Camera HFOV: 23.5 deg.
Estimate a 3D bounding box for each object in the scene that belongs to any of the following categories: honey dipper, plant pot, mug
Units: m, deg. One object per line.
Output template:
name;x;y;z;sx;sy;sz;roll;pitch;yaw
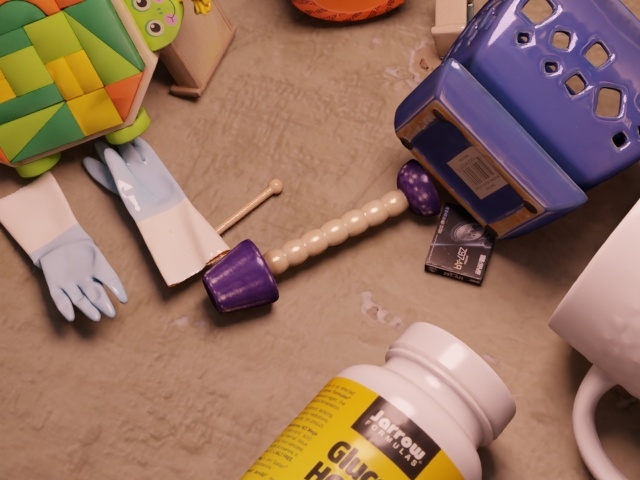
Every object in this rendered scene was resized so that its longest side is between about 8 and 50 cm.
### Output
honey dipper;-0.105;-0.021;1.752;0.161;0.030;0.030;-40;69;-19
plant pot;0.226;-0.140;1.650;0.212;0.236;0.236;-44;92;-16
mug;0.413;0.118;1.551;0.328;0.276;0.374;39;102;12

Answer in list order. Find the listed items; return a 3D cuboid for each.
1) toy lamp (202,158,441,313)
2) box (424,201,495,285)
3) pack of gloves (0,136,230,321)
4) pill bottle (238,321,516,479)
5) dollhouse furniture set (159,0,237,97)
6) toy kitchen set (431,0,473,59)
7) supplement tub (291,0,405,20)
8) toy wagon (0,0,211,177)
toy lamp;0.000;0.000;1.708;0.275;0.080;0.080;-27;66;-9
box;0.160;0.004;1.731;0.067;0.018;0.083;16;65;10
pack of gloves;-0.244;-0.025;1.729;0.195;0.046;0.232;-31;56;-14
pill bottle;0.037;0.246;1.523;0.188;0.188;0.334;37;71;18
dollhouse furniture set;-0.250;-0.272;1.842;0.242;0.161;0.212;9;60;31
toy kitchen set;0.244;-0.302;1.845;0.207;0.122;0.166;-3;73;15
supplement tub;0.018;-0.448;1.855;0.207;0.207;0.338;-8;63;-1
toy wagon;-0.287;-0.218;1.697;0.344;0.267;0.068;-18;30;16
